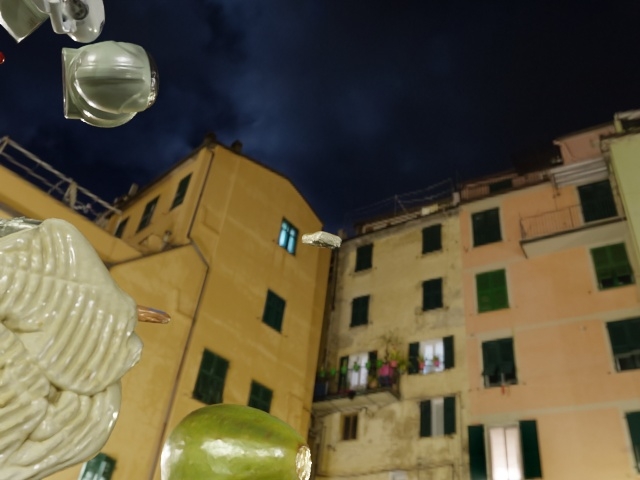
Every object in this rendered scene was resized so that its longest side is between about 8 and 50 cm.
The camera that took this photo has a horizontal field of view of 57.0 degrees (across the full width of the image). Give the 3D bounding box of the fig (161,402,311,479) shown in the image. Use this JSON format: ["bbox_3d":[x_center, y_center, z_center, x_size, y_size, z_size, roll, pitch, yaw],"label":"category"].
[{"bbox_3d":[-0.165,0.450,1.183,0.326,0.258,0.258,-22,-47,29],"label":"fig"}]

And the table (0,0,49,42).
[{"bbox_3d":[-0.629,-0.525,1.259,0.240,0.111,0.121,9,-36,52],"label":"table"}]

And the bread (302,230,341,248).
[{"bbox_3d":[0.000,0.000,1.427,0.070,0.035,0.083,17,-13,-38],"label":"bread"}]

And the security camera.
[{"bbox_3d":[-0.478,-0.368,1.353,0.191,0.197,0.277,-2,6,-29],"label":"security camera"}]

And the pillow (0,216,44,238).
[{"bbox_3d":[-0.648,0.009,1.170,0.229,0.050,0.148,10,-64,2],"label":"pillow"}]

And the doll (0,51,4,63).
[{"bbox_3d":[-0.852,-0.420,1.375,0.217,0.085,0.183,-19,-72,-6],"label":"doll"}]

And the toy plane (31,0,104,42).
[{"bbox_3d":[-0.471,-0.486,1.088,0.117,0.245,0.245,1,-38,-1],"label":"toy plane"}]

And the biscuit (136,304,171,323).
[{"bbox_3d":[-0.524,0.156,1.422,0.324,0.049,0.205,1,-8,43],"label":"biscuit"}]

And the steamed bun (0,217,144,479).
[{"bbox_3d":[-0.367,0.141,0.702,0.276,0.289,0.203,-14,-14,-45],"label":"steamed bun"}]
